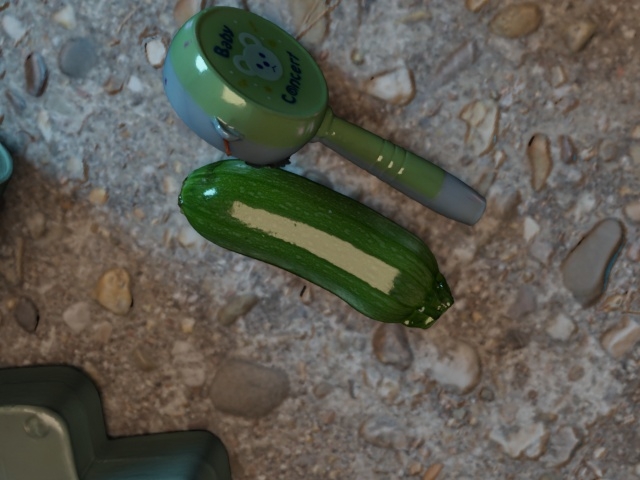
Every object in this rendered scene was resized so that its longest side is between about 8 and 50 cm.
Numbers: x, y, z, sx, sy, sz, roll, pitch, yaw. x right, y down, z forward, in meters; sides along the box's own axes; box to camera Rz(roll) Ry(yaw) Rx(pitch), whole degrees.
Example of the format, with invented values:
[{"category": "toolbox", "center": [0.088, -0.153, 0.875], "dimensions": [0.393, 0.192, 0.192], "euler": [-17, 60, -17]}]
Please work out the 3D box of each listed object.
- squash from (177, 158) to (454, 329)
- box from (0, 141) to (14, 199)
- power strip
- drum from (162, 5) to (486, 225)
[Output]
[{"category": "squash", "center": [0.000, 0.000, 0.760], "dimensions": [0.219, 0.068, 0.077], "euler": [28, 93, -4]}, {"category": "box", "center": [-0.342, -0.023, 0.693], "dimensions": [0.226, 0.226, 0.149], "euler": [24, 105, -3]}, {"category": "power strip", "center": [-0.209, 0.225, 0.800], "dimensions": [0.261, 0.141, 0.229], "euler": [-4, 105, 7]}, {"category": "drum", "center": [0.005, -0.091, 0.744], "dimensions": [0.253, 0.130, 0.049], "euler": [17, 132, -30]}]
